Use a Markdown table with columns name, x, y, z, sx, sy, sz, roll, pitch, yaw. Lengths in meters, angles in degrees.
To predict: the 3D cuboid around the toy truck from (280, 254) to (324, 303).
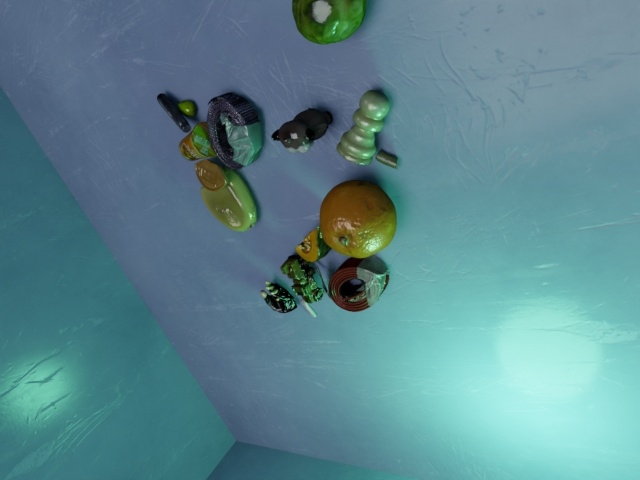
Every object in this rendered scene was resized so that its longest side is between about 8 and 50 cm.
| name | x | y | z | sx | sy | sz | roll | pitch | yaw |
| --- | --- | --- | --- | --- | --- | --- | --- | --- | --- |
| toy truck | -0.090 | 0.198 | 2.248 | 0.127 | 0.127 | 0.257 | -1 | 124 | 46 |

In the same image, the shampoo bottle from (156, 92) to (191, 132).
| name | x | y | z | sx | sy | sz | roll | pitch | yaw |
| --- | --- | --- | --- | --- | --- | --- | --- | --- | --- |
| shampoo bottle | -0.676 | -0.586 | 2.119 | 0.234 | 0.049 | 0.087 | 48 | 169 | 22 |

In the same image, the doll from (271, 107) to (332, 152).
| name | x | y | z | sx | sy | sz | roll | pitch | yaw |
| --- | --- | --- | --- | --- | --- | --- | --- | --- | --- |
| doll | -0.061 | -0.413 | 1.710 | 0.181 | 0.257 | 0.117 | 5 | 130 | 33 |

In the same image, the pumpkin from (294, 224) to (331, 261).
| name | x | y | z | sx | sy | sz | roll | pitch | yaw |
| --- | --- | --- | --- | --- | --- | --- | --- | --- | --- |
| pumpkin | 0.004 | 0.000 | 2.052 | 0.126 | 0.131 | 0.248 | 51 | 140 | 6 |

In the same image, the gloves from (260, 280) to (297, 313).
| name | x | y | z | sx | sy | sz | roll | pitch | yaw |
| --- | --- | --- | --- | --- | --- | --- | --- | --- | --- |
| gloves | -0.229 | 0.290 | 2.423 | 0.164 | 0.124 | 0.204 | -13 | 112 | 21 |

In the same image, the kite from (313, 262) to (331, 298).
| name | x | y | z | sx | sy | sz | roll | pitch | yaw |
| --- | --- | --- | --- | --- | --- | --- | --- | --- | --- |
| kite | -0.001 | 0.176 | 2.168 | 0.229 | 0.012 | 0.250 | 79 | 167 | -59 |

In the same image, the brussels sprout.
| name | x | y | z | sx | sy | sz | roll | pitch | yaw |
| --- | --- | --- | --- | --- | --- | --- | --- | --- | --- |
| brussels sprout | 0.035 | -0.759 | 1.437 | 0.219 | 0.210 | 0.272 | 36 | 127 | 40 |

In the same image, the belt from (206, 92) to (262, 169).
| name | x | y | z | sx | sy | sz | roll | pitch | yaw |
| --- | --- | --- | --- | --- | --- | --- | --- | --- | --- |
| belt | -0.374 | -0.466 | 1.993 | 0.260 | 0.122 | 0.325 | 23 | 131 | 27 |

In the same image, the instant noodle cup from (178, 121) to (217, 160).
| name | x | y | z | sx | sy | sz | roll | pitch | yaw |
| --- | --- | --- | --- | --- | --- | --- | --- | --- | --- |
| instant noodle cup | -0.566 | -0.447 | 2.132 | 0.184 | 0.168 | 0.169 | -8 | 116 | 47 |

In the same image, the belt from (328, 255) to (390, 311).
| name | x | y | z | sx | sy | sz | roll | pitch | yaw |
| --- | --- | --- | --- | --- | --- | --- | --- | --- | --- |
| belt | 0.172 | 0.190 | 2.072 | 0.227 | 0.115 | 0.324 | 46 | 135 | -2 |

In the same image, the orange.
| name | x | y | z | sx | sy | sz | roll | pitch | yaw |
| --- | --- | --- | --- | --- | --- | --- | --- | --- | --- |
| orange | 0.143 | -0.082 | 1.776 | 0.311 | 0.312 | 0.313 | 19 | 129 | 24 |

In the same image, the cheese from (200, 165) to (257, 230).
| name | x | y | z | sx | sy | sz | roll | pitch | yaw |
| --- | --- | --- | --- | --- | --- | --- | --- | --- | --- |
| cheese | -0.436 | -0.181 | 2.235 | 0.259 | 0.128 | 0.316 | -25 | 106 | 41 |

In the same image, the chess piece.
| name | x | y | z | sx | sy | sz | roll | pitch | yaw |
| --- | --- | --- | --- | --- | --- | --- | --- | --- | --- |
| chess piece | 0.166 | -0.414 | 1.645 | 0.144 | 0.144 | 0.251 | 33 | 127 | 12 |

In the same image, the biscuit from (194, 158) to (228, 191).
| name | x | y | z | sx | sy | sz | roll | pitch | yaw |
| --- | --- | --- | --- | --- | --- | --- | --- | --- | --- |
| biscuit | -0.513 | -0.301 | 2.138 | 0.220 | 0.028 | 0.142 | 31 | 121 | 25 |

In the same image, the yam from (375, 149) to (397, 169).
| name | x | y | z | sx | sy | sz | roll | pitch | yaw |
| --- | --- | --- | --- | --- | --- | --- | --- | --- | --- |
| yam | 0.253 | -0.302 | 1.717 | 0.094 | 0.043 | 0.043 | 26 | 132 | 17 |

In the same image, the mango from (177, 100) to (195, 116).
| name | x | y | z | sx | sy | sz | roll | pitch | yaw |
| --- | --- | --- | --- | --- | --- | --- | --- | --- | --- |
| mango | -0.618 | -0.608 | 2.113 | 0.108 | 0.056 | 0.074 | 28 | 139 | 33 |

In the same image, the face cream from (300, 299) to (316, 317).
| name | x | y | z | sx | sy | sz | roll | pitch | yaw |
| --- | --- | --- | --- | --- | --- | --- | --- | --- | --- |
| face cream | -0.063 | 0.360 | 2.427 | 0.115 | 0.020 | 0.038 | 52 | 136 | -3 |
